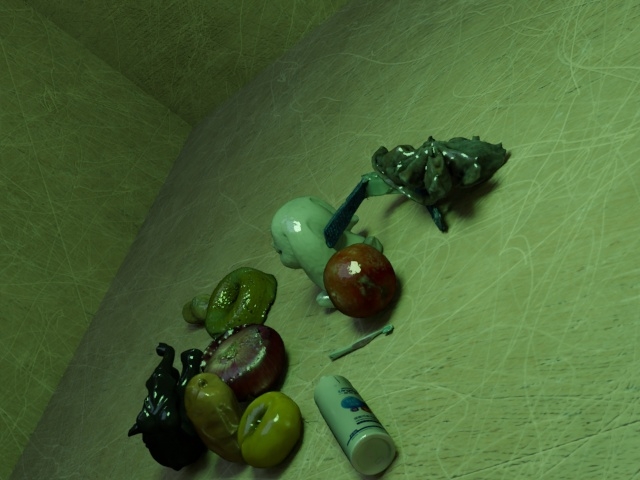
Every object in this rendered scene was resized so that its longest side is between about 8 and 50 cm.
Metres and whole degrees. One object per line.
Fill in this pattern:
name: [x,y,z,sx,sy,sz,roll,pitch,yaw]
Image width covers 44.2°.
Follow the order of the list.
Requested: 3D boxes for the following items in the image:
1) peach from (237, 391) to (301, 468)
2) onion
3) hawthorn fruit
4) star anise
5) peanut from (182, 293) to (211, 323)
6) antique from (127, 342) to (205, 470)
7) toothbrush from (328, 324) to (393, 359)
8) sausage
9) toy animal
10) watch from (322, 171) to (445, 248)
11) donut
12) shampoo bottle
peach: [-0.116,0.427,1.780,0.179,0.103,0.179,-43,27,28]
onion: [-0.191,0.313,2.006,0.248,0.161,0.248,-31,40,30]
hawthorn fruit: [0.090,0.092,1.781,0.173,0.173,0.172,-41,26,26]
star anise: [0.265,-0.165,1.814,0.316,0.139,0.359,-2,22,11]
peanut: [-0.386,0.227,2.580,0.214,0.100,0.099,-25,36,57]
antique: [-0.377,0.450,2.056,0.185,0.322,0.255,-1,38,10]
toothbrush: [0.090,0.230,1.778,0.204,0.017,0.022,-32,12,39]
sausage: [-0.241,0.419,1.865,0.136,0.241,0.120,2,36,46]
toy animal: [0.000,0.000,1.951,0.206,0.265,0.271,-33,29,36]
watch: [0.132,-0.078,1.878,0.277,0.068,0.274,-7,32,-2]
donut: [-0.247,0.191,2.344,0.272,0.107,0.272,-42,28,28]
shampoo bottle: [0.055,0.350,1.585,0.092,0.092,0.303,-52,23,4]
